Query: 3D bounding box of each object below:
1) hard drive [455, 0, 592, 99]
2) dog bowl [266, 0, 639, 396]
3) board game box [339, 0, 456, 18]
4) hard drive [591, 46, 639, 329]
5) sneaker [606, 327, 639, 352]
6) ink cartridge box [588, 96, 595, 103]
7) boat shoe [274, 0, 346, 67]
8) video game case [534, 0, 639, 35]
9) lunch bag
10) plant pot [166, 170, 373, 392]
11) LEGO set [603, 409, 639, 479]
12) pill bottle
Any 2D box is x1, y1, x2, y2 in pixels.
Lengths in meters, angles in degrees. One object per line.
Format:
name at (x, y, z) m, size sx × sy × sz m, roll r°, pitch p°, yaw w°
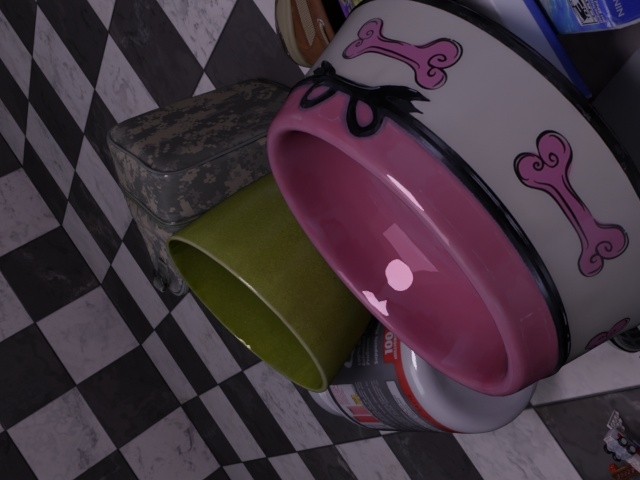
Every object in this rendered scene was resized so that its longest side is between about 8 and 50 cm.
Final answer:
hard drive at (0.136, -0.236, 0.746) m, size 0.318 × 0.040 × 0.210 m, roll 61°, pitch -179°, yaw 7°
dog bowl at (0.110, -0.023, 0.754) m, size 0.408 × 0.150 × 0.408 m, roll 46°, pitch 166°, yaw 15°
board game box at (0.097, -0.192, 0.829) m, size 0.208 × 0.056 × 0.346 m, roll 44°, pitch 167°, yaw 50°
hard drive at (0.338, -0.001, 0.707) m, size 0.307 × 0.040 × 0.203 m, roll 57°, pitch 143°, yaw 22°
sneaker at (0.328, 0.049, 0.837) m, size 0.075 × 0.063 × 0.170 m, roll 7°, pitch 120°, yaw 62°
ink cartridge box at (0.245, -0.137, 0.815) m, size 0.115 × 0.029 × 0.062 m, roll 46°, pitch 150°, yaw 24°
boat shoe at (0.005, -0.342, 0.910) m, size 0.120 × 0.122 × 0.324 m, roll 27°, pitch 148°, yaw 35°
video game case at (0.163, -0.298, 0.628) m, size 0.244 × 0.061 × 0.269 m, roll -100°, pitch -15°, yaw -77°
lunch bag at (-0.139, -0.078, 1.199) m, size 0.213 × 0.305 × 0.255 m, roll 35°, pitch 141°, yaw 41°
plant pot at (0.000, 0.000, 1.034) m, size 0.275 × 0.293 × 0.274 m, roll 38°, pitch 159°, yaw 17°
LEGO set at (0.447, 0.314, 0.962) m, size 0.183 × 0.060 × 0.244 m, roll 10°, pitch 129°, yaw 39°
pill bottle at (0.122, 0.169, 1.125) m, size 0.210 × 0.210 × 0.363 m, roll 59°, pitch 151°, yaw -3°
